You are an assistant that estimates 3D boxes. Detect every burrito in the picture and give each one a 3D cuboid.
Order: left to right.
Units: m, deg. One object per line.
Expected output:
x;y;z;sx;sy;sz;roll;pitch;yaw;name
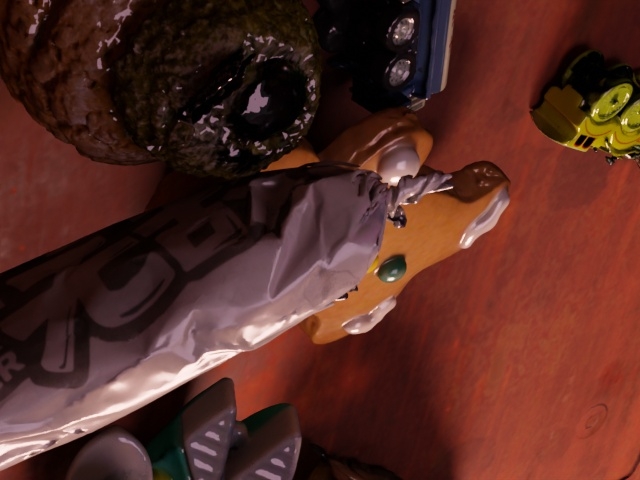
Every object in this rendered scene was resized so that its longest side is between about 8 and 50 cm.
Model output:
-0.130;0.051;1.150;0.445;0.139;0.101;-25;112;-2;burrito

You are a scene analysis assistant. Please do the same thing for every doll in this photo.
-0.090;0.226;1.415;0.194;0.153;0.258;-1;123;-11;doll

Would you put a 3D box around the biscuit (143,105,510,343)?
0.000;0.000;1.327;0.216;0.047;0.339;-41;155;12;biscuit

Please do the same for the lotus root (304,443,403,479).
0.078;0.253;1.610;0.260;0.170;0.074;28;97;-48;lotus root

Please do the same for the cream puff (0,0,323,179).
-0.079;-0.106;1.121;0.183;0.169;0.183;-26;139;-25;cream puff

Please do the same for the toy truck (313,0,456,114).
0.053;-0.167;1.277;0.088;0.074;0.202;-27;139;-33;toy truck

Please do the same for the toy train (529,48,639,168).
0.264;-0.092;1.574;0.249;0.053;0.085;11;122;-49;toy train
